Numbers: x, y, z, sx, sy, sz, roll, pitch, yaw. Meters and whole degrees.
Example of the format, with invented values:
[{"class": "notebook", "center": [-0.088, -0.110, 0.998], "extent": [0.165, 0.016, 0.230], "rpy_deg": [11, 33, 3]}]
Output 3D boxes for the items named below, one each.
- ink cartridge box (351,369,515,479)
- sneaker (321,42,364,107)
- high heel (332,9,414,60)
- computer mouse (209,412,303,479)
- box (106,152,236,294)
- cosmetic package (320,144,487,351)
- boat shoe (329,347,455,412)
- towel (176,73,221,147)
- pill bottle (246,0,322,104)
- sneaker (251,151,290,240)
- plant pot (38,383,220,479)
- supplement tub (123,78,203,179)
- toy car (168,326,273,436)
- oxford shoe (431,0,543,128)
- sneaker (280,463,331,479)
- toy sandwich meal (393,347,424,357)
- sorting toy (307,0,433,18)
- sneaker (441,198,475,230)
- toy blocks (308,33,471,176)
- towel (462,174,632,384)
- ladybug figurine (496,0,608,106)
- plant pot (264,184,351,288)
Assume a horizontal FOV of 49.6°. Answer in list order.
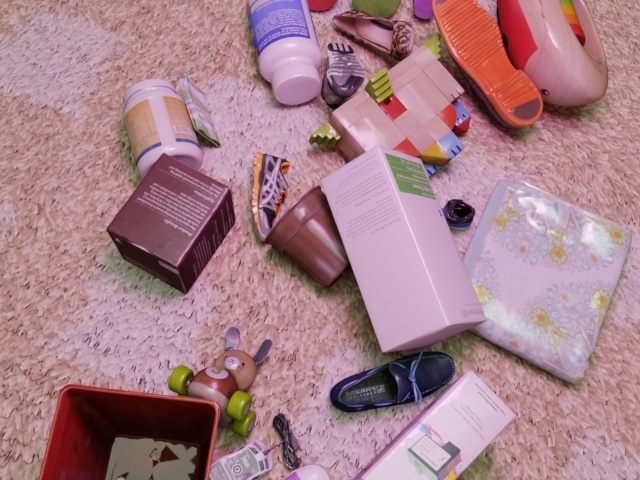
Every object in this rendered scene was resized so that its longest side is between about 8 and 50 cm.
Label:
[{"class": "ink cartridge box", "center": [0.196, 0.386, 1.263], "extent": [0.278, 0.201, 0.117], "rpy_deg": [-40, 76, -17]}, {"class": "sneaker", "center": [0.046, -0.352, 1.600], "extent": [0.086, 0.132, 0.229], "rpy_deg": [7, 39, -7]}, {"class": "high heel", "center": [0.121, -0.486, 1.641], "extent": [0.186, 0.093, 0.261], "rpy_deg": [7, 27, -5]}, {"class": "computer mouse", "center": [-0.132, 0.419, 1.321], "extent": [0.192, 0.042, 0.106], "rpy_deg": [-24, 75, -19]}, {"class": "box", "center": [-0.300, -0.034, 1.432], "extent": [0.168, 0.167, 0.203], "rpy_deg": [28, 69, 8]}, {"class": "cosmetic package", "center": [0.162, 0.020, 1.358], "extent": [0.155, 0.196, 0.366], "rpy_deg": [-30, 72, 29]}, {"class": "boat shoe", "center": [0.149, 0.289, 1.357], "extent": [0.258, 0.089, 0.109], "rpy_deg": [-21, 82, -7]}, {"class": "towel", "center": [-0.271, -0.295, 1.576], "extent": [0.023, 0.113, 0.152], "rpy_deg": [-27, 70, 13]}, {"class": "pill bottle", "center": [-0.082, -0.464, 1.636], "extent": [0.152, 0.152, 0.272], "rpy_deg": [-10, 68, -7]}, {"class": "sneaker", "center": [-0.110, -0.100, 1.519], "extent": [0.083, 0.084, 0.215], "rpy_deg": [4, 66, -7]}, {"class": "plant pot", "center": [-0.317, 0.417, 1.204], "extent": [0.266, 0.236, 0.268], "rpy_deg": [7, 68, 0]}, {"class": "supplement tub", "center": [-0.352, -0.239, 1.528], "extent": [0.144, 0.144, 0.200], "rpy_deg": [-17, 69, -10]}, {"class": "toy car", "center": [-0.173, 0.253, 1.342], "extent": [0.154, 0.149, 0.188], "rpy_deg": [19, 56, 16]}, {"class": "oxford shoe", "center": [0.362, -0.407, 1.605], "extent": [0.129, 0.133, 0.364], "rpy_deg": [-32, 91, -9]}, {"class": "sneaker", "center": [-0.085, 0.504, 1.222], "extent": [0.282, 0.161, 0.102], "rpy_deg": [-41, 73, -19]}, {"class": "toy sandwich meal", "center": [0.177, 0.205, 1.435], "extent": [0.085, 0.029, 0.086], "rpy_deg": [3, 66, -6]}, {"class": "sorting toy", "center": [0.119, -0.646, 1.770], "extent": [0.365, 0.127, 0.126], "rpy_deg": [9, 37, -3]}, {"class": "sneaker", "center": [0.263, -0.058, 1.519], "extent": [0.152, 0.085, 0.058], "rpy_deg": [4, 67, -1]}, {"class": "toy blocks", "center": [0.204, -0.250, 1.567], "extent": [0.381, 0.191, 0.261], "rpy_deg": [-39, 86, -18]}, {"class": "towel", "center": [0.463, 0.068, 1.476], "extent": [0.320, 0.090, 0.375], "rpy_deg": [26, 68, 9]}, {"class": "ladybug figurine", "center": [0.536, -0.504, 1.649], "extent": [0.305, 0.161, 0.450], "rpy_deg": [18, 56, -40]}, {"class": "plant pot", "center": [0.000, 0.000, 1.447], "extent": [0.165, 0.167, 0.167], "rpy_deg": [43, 71, 6]}]
